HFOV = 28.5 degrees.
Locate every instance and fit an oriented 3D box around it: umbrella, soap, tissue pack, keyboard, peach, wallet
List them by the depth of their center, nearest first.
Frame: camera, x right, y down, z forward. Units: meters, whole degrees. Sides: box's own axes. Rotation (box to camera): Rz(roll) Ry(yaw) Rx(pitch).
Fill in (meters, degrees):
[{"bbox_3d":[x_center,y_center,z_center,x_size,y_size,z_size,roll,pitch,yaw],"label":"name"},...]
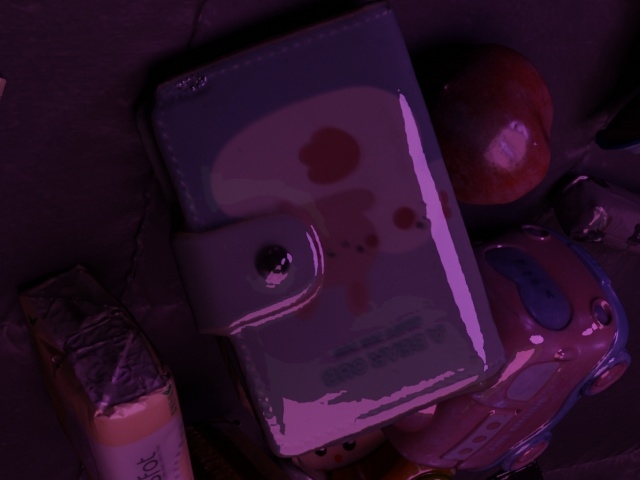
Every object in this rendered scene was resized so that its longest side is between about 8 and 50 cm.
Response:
[{"bbox_3d":[0.000,0.000,1.089,0.252,0.083,0.360,-20,101,-8],"label":"wallet"},{"bbox_3d":[0.142,-0.113,1.161,0.152,0.152,0.152,-18,142,-15],"label":"peach"},{"bbox_3d":[-0.200,0.155,1.199,0.090,0.186,0.222,-27,144,-22],"label":"tissue pack"},{"bbox_3d":[-0.118,0.284,1.331,0.173,0.274,0.089,-13,109,-23],"label":"soap"},{"bbox_3d":[0.393,-0.012,1.493,0.337,0.073,0.067,13,146,-43],"label":"umbrella"},{"bbox_3d":[0.321,0.408,1.985,0.087,0.017,0.250,-28,143,-1],"label":"keyboard"}]

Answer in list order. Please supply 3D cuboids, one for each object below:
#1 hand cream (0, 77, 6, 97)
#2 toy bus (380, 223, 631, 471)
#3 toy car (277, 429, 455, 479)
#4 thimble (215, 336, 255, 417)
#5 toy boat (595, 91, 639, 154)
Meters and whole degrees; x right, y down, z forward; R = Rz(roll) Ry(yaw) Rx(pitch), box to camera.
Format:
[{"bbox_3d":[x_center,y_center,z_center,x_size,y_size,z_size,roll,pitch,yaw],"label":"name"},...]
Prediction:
[{"bbox_3d":[-0.292,-0.112,0.961,0.102,0.022,0.035,-5,137,-38],"label":"hand cream"},{"bbox_3d":[0.172,0.123,1.372,0.232,0.197,0.294,1,136,-48],"label":"toy bus"},{"bbox_3d":[0.035,0.253,1.537,0.235,0.145,0.235,-8,121,-13],"label":"toy car"},{"bbox_3d":[-0.012,0.069,1.259,0.196,0.148,0.229,-22,141,-6],"label":"thimble"},{"bbox_3d":[0.349,-0.184,1.242,0.115,0.114,0.262,18,131,-1],"label":"toy boat"}]
